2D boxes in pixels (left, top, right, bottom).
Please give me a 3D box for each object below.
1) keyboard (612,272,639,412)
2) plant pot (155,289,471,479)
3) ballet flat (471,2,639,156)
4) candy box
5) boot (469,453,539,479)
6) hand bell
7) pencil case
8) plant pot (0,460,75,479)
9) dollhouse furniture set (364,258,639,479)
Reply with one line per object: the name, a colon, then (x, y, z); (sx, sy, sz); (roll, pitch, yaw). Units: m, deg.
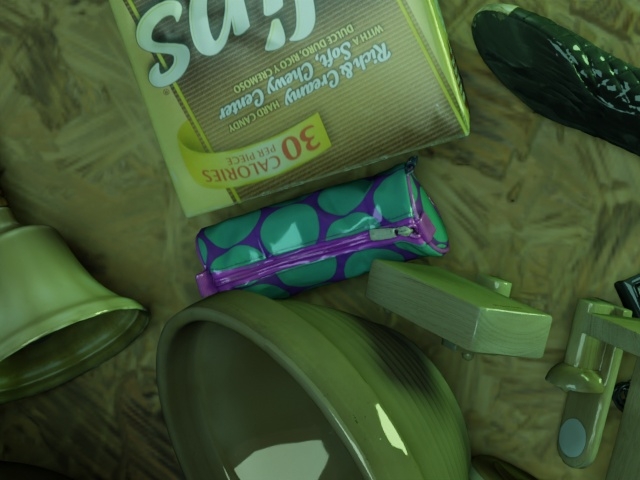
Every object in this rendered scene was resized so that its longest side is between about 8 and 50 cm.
keyboard: (0.240, 0.099, 0.778); (0.108, 0.023, 0.180); (-24, 87, 11)
plant pot: (0.012, 0.125, 0.751); (0.110, 0.237, 0.237); (-26, 87, -30)
ballet flat: (0.170, -0.096, 0.776); (0.173, 0.049, 0.057); (31, 142, 8)
candy box: (-0.040, -0.191, 0.754); (0.183, 0.087, 0.316); (-16, 101, 11)
boot: (0.129, 0.283, 0.772); (0.262, 0.095, 0.203); (47, 108, 14)
hand bell: (-0.218, -0.028, 0.828); (0.126, 0.126, 0.242); (-31, 75, 10)
pencil case: (0.000, 0.000, 0.792); (0.152, 0.070, 0.064); (-18, 103, 12)
plant pot: (-0.228, 0.253, 0.739); (0.323, 0.280, 0.323); (1, 93, 11)
dollhouse furniture set: (0.115, 0.094, 0.736); (0.151, 0.144, 0.123); (8, 98, -30)
